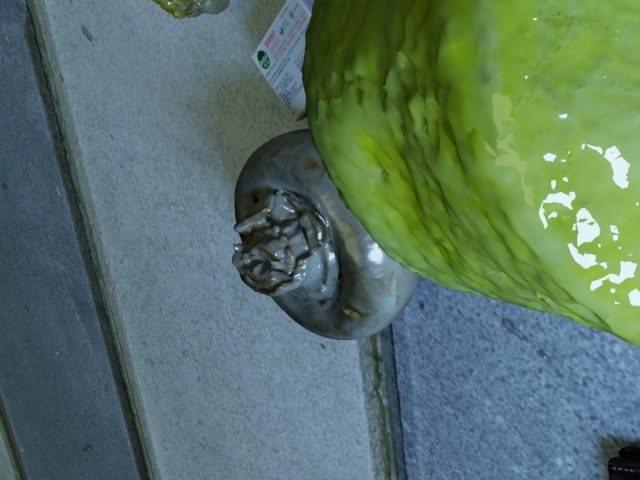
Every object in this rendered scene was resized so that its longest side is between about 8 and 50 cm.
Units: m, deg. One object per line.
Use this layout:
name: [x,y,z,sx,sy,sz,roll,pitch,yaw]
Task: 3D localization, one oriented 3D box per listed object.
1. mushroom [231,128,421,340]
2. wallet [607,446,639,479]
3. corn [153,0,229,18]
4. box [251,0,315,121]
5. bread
mushroom: [0.000,0.000,1.128,0.226,0.178,0.226,23,131,30]
wallet: [0.370,0.316,0.974,0.221,0.071,0.262,-2,106,54]
corn: [-0.206,-0.359,1.215,0.320,0.097,0.097,50,145,20]
box: [-0.011,-0.189,1.121,0.089,0.043,0.125,56,147,6]
bread: [0.169,-0.102,0.690,0.308,0.348,0.348,-10,106,62]
